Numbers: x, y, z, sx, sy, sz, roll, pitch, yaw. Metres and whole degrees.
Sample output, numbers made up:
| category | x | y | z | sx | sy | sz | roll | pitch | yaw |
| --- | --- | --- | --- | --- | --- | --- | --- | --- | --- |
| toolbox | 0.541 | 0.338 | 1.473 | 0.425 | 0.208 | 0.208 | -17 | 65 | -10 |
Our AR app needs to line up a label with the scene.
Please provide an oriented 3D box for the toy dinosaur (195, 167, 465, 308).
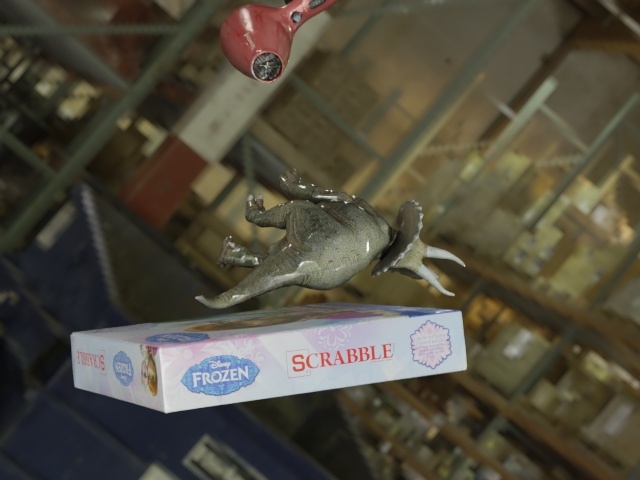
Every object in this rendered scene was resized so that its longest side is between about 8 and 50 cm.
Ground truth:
| category | x | y | z | sx | sy | sz | roll | pitch | yaw |
| --- | --- | --- | --- | --- | --- | --- | --- | --- | --- |
| toy dinosaur | 0.000 | 0.000 | 1.663 | 0.160 | 0.121 | 0.313 | 11 | 12 | 36 |

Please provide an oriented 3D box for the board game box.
| category | x | y | z | sx | sy | sz | roll | pitch | yaw |
| --- | --- | --- | --- | --- | --- | --- | --- | --- | --- |
| board game box | -0.064 | 0.114 | 1.712 | 0.318 | 0.065 | 0.319 | -6 | 2 | -24 |

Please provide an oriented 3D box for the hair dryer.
| category | x | y | z | sx | sy | sz | roll | pitch | yaw |
| --- | --- | --- | --- | --- | --- | --- | --- | --- | --- |
| hair dryer | -0.028 | -0.278 | 1.910 | 0.080 | 0.293 | 0.224 | 43 | -41 | -18 |
